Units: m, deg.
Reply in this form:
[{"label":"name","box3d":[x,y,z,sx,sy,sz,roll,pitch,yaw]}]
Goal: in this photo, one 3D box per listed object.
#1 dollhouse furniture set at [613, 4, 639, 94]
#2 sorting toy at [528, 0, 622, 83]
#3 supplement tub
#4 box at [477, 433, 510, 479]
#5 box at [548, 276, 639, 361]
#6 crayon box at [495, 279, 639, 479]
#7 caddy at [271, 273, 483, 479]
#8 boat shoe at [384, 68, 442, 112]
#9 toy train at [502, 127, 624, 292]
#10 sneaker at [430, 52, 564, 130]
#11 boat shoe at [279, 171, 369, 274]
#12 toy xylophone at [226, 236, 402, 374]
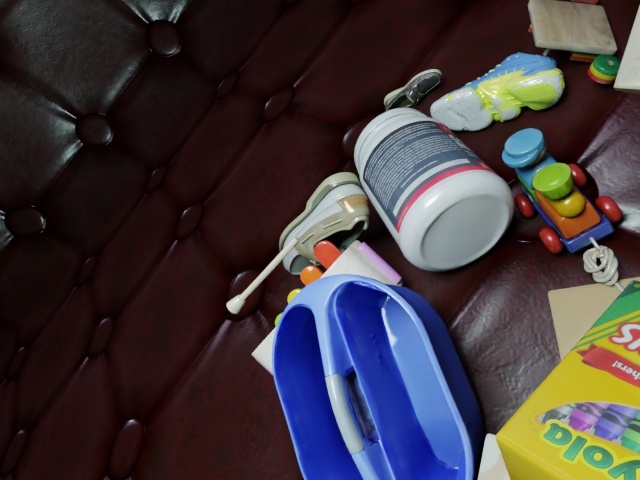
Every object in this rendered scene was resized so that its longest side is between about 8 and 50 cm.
[{"label":"dollhouse furniture set","box3d":[0.560,-0.195,0.414,0.394,0.256,0.362,25,116,42]},{"label":"sorting toy","box3d":[0.442,-0.379,0.782,0.132,0.046,0.274,8,59,3]},{"label":"supplement tub","box3d":[0.182,-0.097,0.758,0.191,0.191,0.272,-39,43,15]},{"label":"box","box3d":[0.313,0.307,0.404,0.311,0.121,0.148,-1,62,43]},{"label":"box","box3d":[0.402,0.122,0.529,0.201,0.021,0.164,-17,52,34]},{"label":"crayon box","box3d":[0.309,0.173,0.376,0.318,0.081,0.202,-35,27,-22]},{"label":"caddy","box3d":[0.068,0.212,0.584,0.241,0.179,0.341,-29,72,27]},{"label":"boat shoe","box3d":[0.216,-0.340,1.009,0.152,0.056,0.049,-25,52,42]},{"label":"toy train","box3d":[0.341,-0.046,0.593,0.105,0.143,0.248,-35,37,21]},{"label":"sneaker","box3d":[0.340,-0.290,0.840,0.240,0.091,0.126,0,50,35]},{"label":"boat shoe","box3d":[0.000,0.000,0.866,0.103,0.113,0.302,68,149,26]},{"label":"toy xylophone","box3d":[-0.016,0.127,0.776,0.323,0.236,0.081,-40,-2,15]}]
